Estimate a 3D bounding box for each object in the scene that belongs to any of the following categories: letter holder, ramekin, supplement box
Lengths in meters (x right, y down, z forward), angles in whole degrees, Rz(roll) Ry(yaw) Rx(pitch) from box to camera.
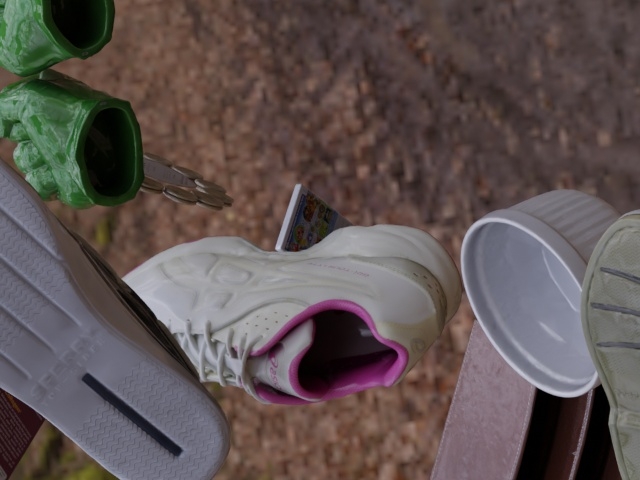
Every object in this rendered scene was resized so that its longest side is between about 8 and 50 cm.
[{"bbox_3d":[0.278,0.276,2.164,0.214,0.152,0.302,24,102,47],"label":"letter holder"},{"bbox_3d":[0.250,0.046,1.738,0.207,0.109,0.207,41,147,34],"label":"ramekin"},{"bbox_3d":[-0.344,0.166,1.734,0.104,0.081,0.188,62,-144,-30],"label":"supplement box"}]

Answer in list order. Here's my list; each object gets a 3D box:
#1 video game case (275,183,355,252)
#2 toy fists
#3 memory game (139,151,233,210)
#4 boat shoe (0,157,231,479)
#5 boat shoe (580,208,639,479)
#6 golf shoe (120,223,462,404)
[{"bbox_3d":[0.000,0.000,2.002,0.122,0.011,0.087,38,-119,-40],"label":"video game case"},{"bbox_3d":[-0.256,-0.159,1.593,0.142,0.096,0.279,20,128,48],"label":"toy fists"},{"bbox_3d":[-0.177,-0.070,1.777,0.186,0.186,0.012,-113,44,-76],"label":"memory game"},{"bbox_3d":[-0.199,0.047,1.166,0.335,0.121,0.119,49,178,-16],"label":"boat shoe"},{"bbox_3d":[0.317,0.099,1.558,0.113,0.103,0.302,16,126,41],"label":"boat shoe"},{"bbox_3d":[-0.050,0.067,1.286,0.140,0.306,0.115,-67,-39,-56],"label":"golf shoe"}]
